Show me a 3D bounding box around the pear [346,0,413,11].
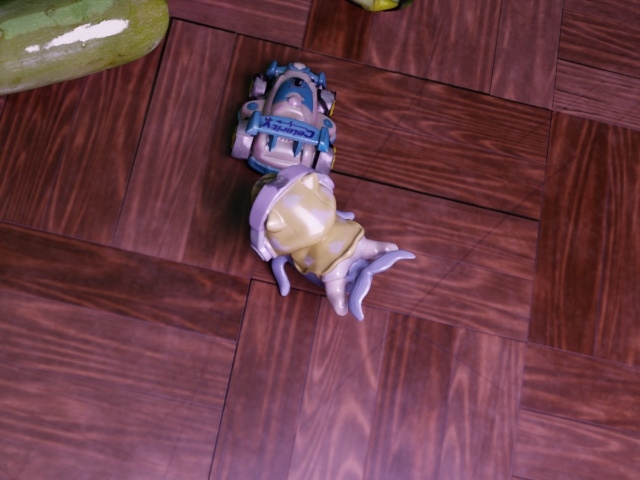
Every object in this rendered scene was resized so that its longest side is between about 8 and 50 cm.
[{"bbox_3d":[0.111,-0.446,1.815,0.164,0.255,0.238,40,58,12],"label":"pear"}]

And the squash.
[{"bbox_3d":[-0.355,-0.233,1.689,0.370,0.118,0.118,-16,68,-17],"label":"squash"}]

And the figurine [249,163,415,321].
[{"bbox_3d":[0.000,0.000,1.607,0.208,0.184,0.128,31,75,35],"label":"figurine"}]

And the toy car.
[{"bbox_3d":[-0.032,-0.158,1.724,0.126,0.098,0.162,15,63,-6],"label":"toy car"}]
